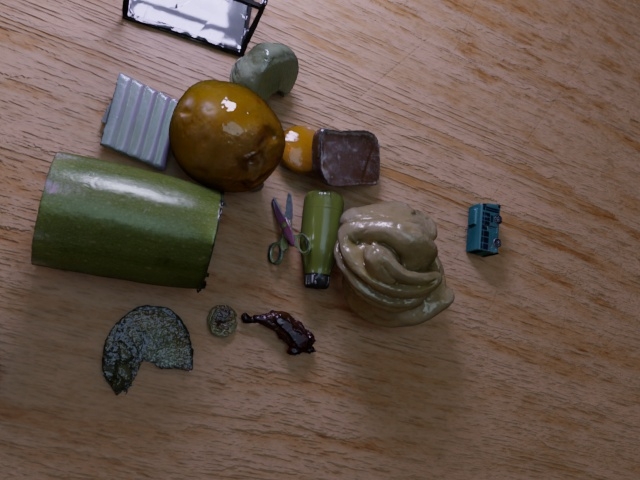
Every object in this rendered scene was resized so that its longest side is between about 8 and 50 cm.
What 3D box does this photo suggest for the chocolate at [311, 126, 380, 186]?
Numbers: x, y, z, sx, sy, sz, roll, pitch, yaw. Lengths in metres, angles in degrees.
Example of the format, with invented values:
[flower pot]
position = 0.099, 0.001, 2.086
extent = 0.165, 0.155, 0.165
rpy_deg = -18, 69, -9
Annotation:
[chocolate]
position = 0.060, -0.230, 1.607
extent = 0.254, 0.080, 0.157
rpy_deg = -7, 100, -45

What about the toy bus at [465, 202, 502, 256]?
[toy bus]
position = 0.501, -0.037, 1.775
extent = 0.091, 0.079, 0.160
rpy_deg = 12, 77, -19

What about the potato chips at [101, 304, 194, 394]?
[potato chips]
position = -0.421, 0.265, 1.385
extent = 0.220, 0.029, 0.202
rpy_deg = -31, 92, -26

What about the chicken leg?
[chicken leg]
position = -0.100, 0.231, 1.503
extent = 0.219, 0.048, 0.089
rpy_deg = 37, 66, -11

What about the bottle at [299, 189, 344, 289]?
[bottle]
position = 0.000, 0.000, 1.553
extent = 0.112, 0.112, 0.260
rpy_deg = 9, 77, -20

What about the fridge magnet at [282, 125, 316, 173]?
[fridge magnet]
position = -0.051, -0.252, 1.607
extent = 0.143, 0.063, 0.143
rpy_deg = 5, 76, -22

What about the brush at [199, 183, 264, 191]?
[brush]
position = -0.293, -0.139, 1.510
extent = 0.299, 0.039, 0.042
rpy_deg = -6, 79, -19

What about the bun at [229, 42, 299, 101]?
[bun]
position = -0.162, -0.447, 1.558
extent = 0.126, 0.204, 0.212
rpy_deg = 41, 30, 16

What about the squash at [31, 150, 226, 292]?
[squash]
position = -0.426, -0.036, 1.312
extent = 0.384, 0.263, 0.263
rpy_deg = 12, 76, -19

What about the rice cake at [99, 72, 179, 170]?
[rice cake]
position = -0.448, -0.297, 1.443
extent = 0.189, 0.037, 0.198
rpy_deg = 24, 72, -21

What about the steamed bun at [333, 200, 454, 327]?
[steamed bun]
position = 0.210, 0.066, 1.528
extent = 0.324, 0.230, 0.372
rpy_deg = -37, 115, -28

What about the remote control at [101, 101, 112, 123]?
[remote control]
position = -0.470, -0.292, 1.469
extent = 0.162, 0.029, 0.061
rpy_deg = 25, 74, -20

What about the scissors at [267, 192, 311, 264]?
[scissors]
position = -0.093, -0.034, 1.540
extent = 0.020, 0.133, 0.187
rpy_deg = 25, 52, -60

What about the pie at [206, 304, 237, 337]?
[pie]
position = -0.250, 0.206, 1.464
extent = 0.084, 0.020, 0.084
rpy_deg = 4, 78, -21

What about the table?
[table]
position = -0.310, -0.678, 1.473
extent = 0.334, 0.272, 0.222
rpy_deg = 12, 76, -19

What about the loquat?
[loquat]
position = -0.229, -0.264, 1.420
extent = 0.276, 0.276, 0.284
rpy_deg = -8, 51, -23
